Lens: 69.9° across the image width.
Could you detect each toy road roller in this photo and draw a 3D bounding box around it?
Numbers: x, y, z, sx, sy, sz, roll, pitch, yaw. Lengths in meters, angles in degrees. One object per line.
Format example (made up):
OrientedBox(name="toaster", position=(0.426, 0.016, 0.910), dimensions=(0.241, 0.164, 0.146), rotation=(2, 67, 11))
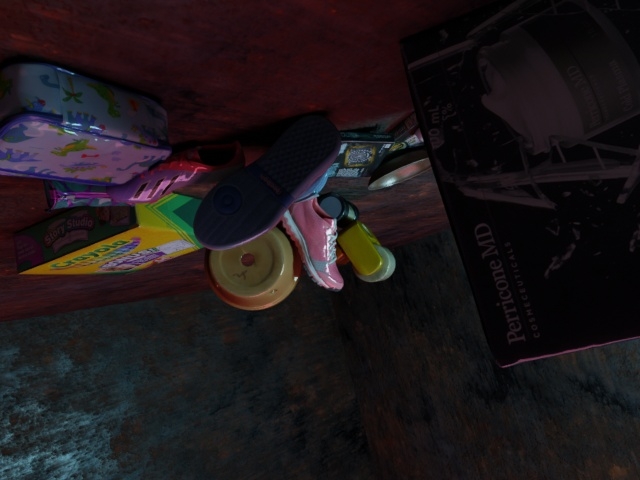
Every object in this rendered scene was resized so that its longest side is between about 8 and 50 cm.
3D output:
OrientedBox(name="toy road roller", position=(0.057, 0.026, 1.461), dimensions=(0.240, 0.329, 0.202), rotation=(-39, 166, 12))

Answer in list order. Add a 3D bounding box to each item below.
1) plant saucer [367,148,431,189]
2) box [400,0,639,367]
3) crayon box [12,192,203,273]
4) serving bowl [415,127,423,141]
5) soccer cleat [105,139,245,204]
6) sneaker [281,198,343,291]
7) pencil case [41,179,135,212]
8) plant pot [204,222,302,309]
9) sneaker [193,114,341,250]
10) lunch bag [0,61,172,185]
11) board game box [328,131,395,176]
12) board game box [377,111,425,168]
OrientedBox(name="plant saucer", position=(0.205, -0.181, 1.137), dimensions=(0.198, 0.036, 0.198), rotation=(-20, 174, -2))
OrientedBox(name="box", position=(0.422, -0.112, 0.686), dimensions=(0.471, 0.480, 0.297), rotation=(-18, 169, 16))
OrientedBox(name="crayon box", position=(-0.465, -0.008, 1.103), dimensions=(0.363, 0.106, 0.313), rotation=(-18, 170, 20))
OrientedBox(name="serving bowl", position=(0.243, -0.227, 0.961), dimensions=(0.083, 0.027, 0.083), rotation=(-13, 170, -2))
OrientedBox(name="soccer cleat", position=(-0.256, -0.129, 0.820), dimensions=(0.248, 0.083, 0.095), rotation=(-12, 155, -19))
OrientedBox(name="sneaker", position=(0.000, 0.000, 1.299), dimensions=(0.136, 0.314, 0.116), rotation=(-29, -174, 18))
OrientedBox(name="pencil case", position=(-0.411, -0.088, 0.824), dimensions=(0.151, 0.064, 0.070), rotation=(-8, -149, -43))
OrientedBox(name="plant pot", position=(-0.195, 0.058, 1.296), dimensions=(0.291, 0.291, 0.203), rotation=(-14, 176, -5))
OrientedBox(name="sneaker", position=(-0.092, -0.088, 0.892), dimensions=(0.319, 0.127, 0.208), rotation=(-39, 176, -5))
OrientedBox(name="lunch bag", position=(-0.325, -0.137, 0.607), dimensions=(0.176, 0.090, 0.219), rotation=(-17, 170, 30))
OrientedBox(name="board game box", position=(0.077, -0.188, 1.024), dimensions=(0.126, 0.026, 0.186), rotation=(-1, 165, -11))
OrientedBox(name="board game box", position=(0.197, -0.228, 1.063), dimensions=(0.136, 0.030, 0.259), rotation=(-12, 171, -30))
